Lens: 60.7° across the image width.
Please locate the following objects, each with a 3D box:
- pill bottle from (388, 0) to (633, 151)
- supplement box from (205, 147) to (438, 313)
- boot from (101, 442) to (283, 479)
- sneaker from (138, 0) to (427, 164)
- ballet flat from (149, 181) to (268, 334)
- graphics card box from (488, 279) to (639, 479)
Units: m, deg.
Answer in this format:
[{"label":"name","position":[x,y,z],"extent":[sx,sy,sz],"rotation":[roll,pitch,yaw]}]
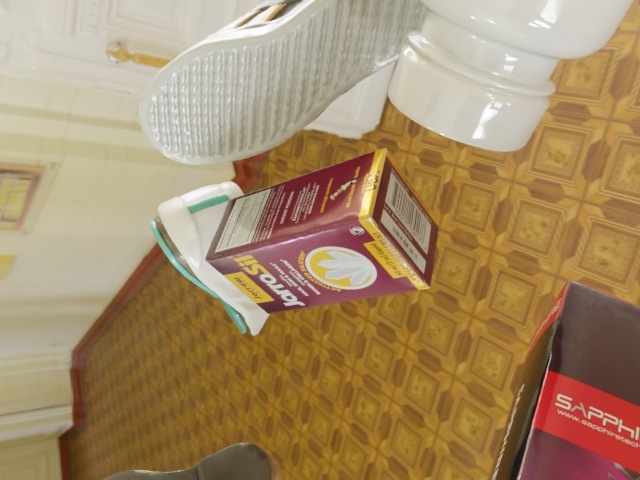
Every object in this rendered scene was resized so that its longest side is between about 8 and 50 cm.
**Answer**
[{"label":"pill bottle","position":[0.125,-0.177,0.317],"extent":[0.131,0.131,0.229],"rotation":[50,134,39]},{"label":"supplement box","position":[0.000,0.000,0.509],"extent":[0.188,0.104,0.080],"rotation":[-14,45,35]},{"label":"boot","position":[-0.196,0.364,0.746],"extent":[0.305,0.115,0.112],"rotation":[-17,61,3]},{"label":"sneaker","position":[-0.031,-0.185,0.557],"extent":[0.321,0.126,0.127],"rotation":[-22,29,17]},{"label":"ballet flat","position":[-0.112,0.039,0.789],"extent":[0.400,0.139,0.139],"rotation":[77,174,-67]},{"label":"graphics card box","position":[0.189,0.211,0.276],"extent":[0.233,0.371,0.094],"rotation":[24,143,16]}]
